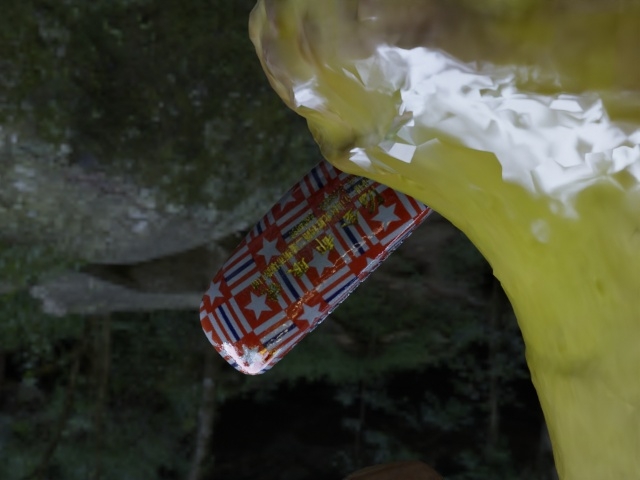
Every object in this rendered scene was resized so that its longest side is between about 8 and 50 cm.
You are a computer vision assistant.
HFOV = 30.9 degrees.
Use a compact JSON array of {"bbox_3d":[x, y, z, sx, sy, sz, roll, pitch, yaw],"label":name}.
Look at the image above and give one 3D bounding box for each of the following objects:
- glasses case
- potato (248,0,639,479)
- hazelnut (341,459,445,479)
[{"bbox_3d":[0.000,0.000,0.720,0.073,0.194,0.049,46,-170,8],"label":"glasses case"},{"bbox_3d":[0.150,0.041,0.348,0.397,0.296,0.290,22,159,-18],"label":"potato"},{"bbox_3d":[0.096,0.348,1.370,0.182,0.182,0.182,3,-175,0],"label":"hazelnut"}]
